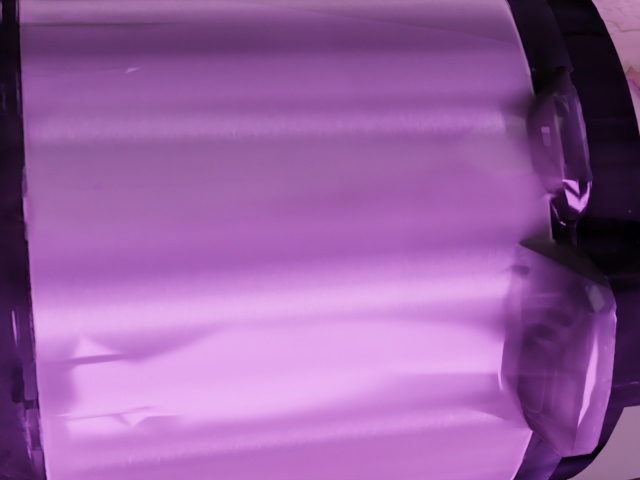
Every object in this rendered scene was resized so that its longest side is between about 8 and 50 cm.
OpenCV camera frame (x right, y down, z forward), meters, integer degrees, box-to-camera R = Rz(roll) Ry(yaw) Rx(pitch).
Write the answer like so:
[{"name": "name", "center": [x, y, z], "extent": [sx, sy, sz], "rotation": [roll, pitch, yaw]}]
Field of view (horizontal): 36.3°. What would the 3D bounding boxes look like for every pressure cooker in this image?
[{"name": "pressure cooker", "center": [0.001, -0.005, 0.595], "extent": [0.420, 0.375, 0.370], "rotation": [-5, 64, -14]}]

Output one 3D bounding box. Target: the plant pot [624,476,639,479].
[{"name": "plant pot", "center": [0.248, 0.242, 0.575], "extent": [0.256, 0.274, 0.257], "rotation": [2, 63, -5]}]

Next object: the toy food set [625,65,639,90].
[{"name": "toy food set", "center": [0.357, -0.140, 0.941], "extent": [0.122, 0.019, 0.078], "rotation": [38, 63, 15]}]
